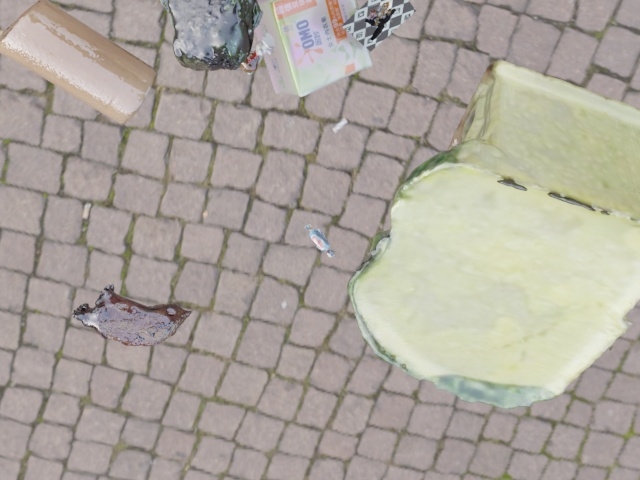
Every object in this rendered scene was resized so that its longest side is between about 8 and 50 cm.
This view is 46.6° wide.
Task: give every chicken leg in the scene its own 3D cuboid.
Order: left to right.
[{"bbox_3d":[-0.358,0.150,1.427,0.233,0.063,0.105,20,84,-30],"label":"chicken leg"}]

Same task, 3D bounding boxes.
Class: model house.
[{"bbox_3d":[0.190,-0.026,0.782,0.261,0.266,0.321,20,136,1],"label":"model house"}]

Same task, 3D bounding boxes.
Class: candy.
[{"bbox_3d":[0.001,0.000,1.516,0.083,0.030,0.020,51,125,6],"label":"candy"}]

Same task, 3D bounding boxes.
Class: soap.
[{"bbox_3d":[-0.021,-0.405,1.463,0.182,0.138,0.199,-26,117,-18],"label":"soap"}]

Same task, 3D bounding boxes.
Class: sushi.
[{"bbox_3d":[-0.163,-0.377,1.148,0.127,0.124,0.225,1,92,12],"label":"sushi"},{"bbox_3d":[0.104,-0.422,1.378,0.120,0.026,0.126,-39,154,18],"label":"sushi"}]

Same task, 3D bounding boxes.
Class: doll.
[{"bbox_3d":[-0.112,-0.325,1.300,0.040,0.085,0.058,43,70,-18],"label":"doll"}]

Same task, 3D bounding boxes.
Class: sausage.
[{"bbox_3d":[-0.428,-0.319,1.307,0.252,0.123,0.123,31,107,-26],"label":"sausage"}]

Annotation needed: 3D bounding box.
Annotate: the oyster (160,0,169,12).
[{"bbox_3d":[-0.269,-0.558,1.704,0.252,0.087,0.199,20,115,-26],"label":"oyster"}]
